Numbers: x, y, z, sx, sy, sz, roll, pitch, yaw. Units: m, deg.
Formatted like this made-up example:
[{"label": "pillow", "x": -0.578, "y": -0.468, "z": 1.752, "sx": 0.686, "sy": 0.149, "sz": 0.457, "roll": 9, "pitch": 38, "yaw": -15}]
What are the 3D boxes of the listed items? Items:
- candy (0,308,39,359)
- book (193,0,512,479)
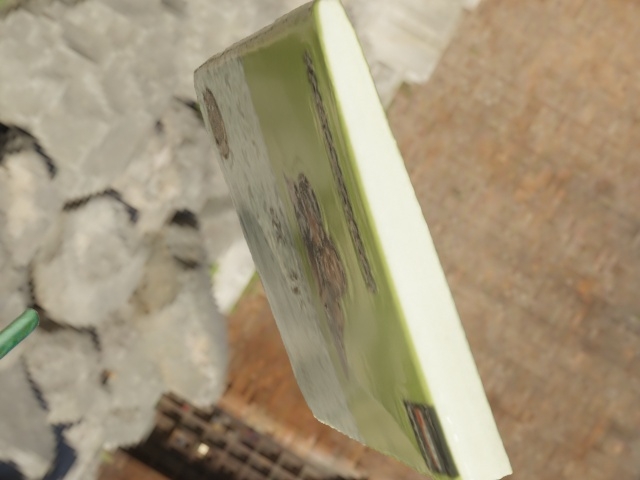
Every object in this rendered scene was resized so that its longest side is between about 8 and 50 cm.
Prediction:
[{"label": "candy", "x": -0.224, "y": 0.121, "z": 0.771, "sx": 0.305, "sy": 0.083, "sz": 0.091, "roll": -44, "pitch": 129, "yaw": -46}, {"label": "book", "x": 0.000, "y": 0.000, "z": 0.919, "sx": 0.035, "sy": 0.239, "sz": 0.352, "roll": -20, "pitch": -175, "yaw": -11}]
